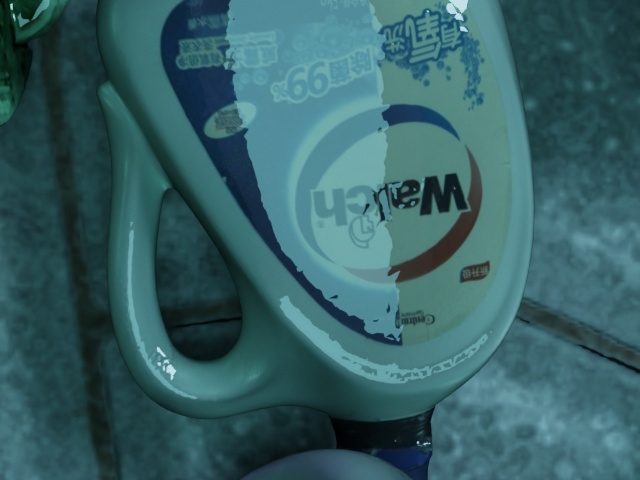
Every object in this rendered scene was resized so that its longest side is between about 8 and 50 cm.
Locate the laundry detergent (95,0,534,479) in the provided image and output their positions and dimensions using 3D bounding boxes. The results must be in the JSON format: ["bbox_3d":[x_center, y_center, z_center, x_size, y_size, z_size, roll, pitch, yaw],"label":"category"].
[{"bbox_3d":[0.000,0.000,0.696,0.215,0.105,0.280,-6,100,-5],"label":"laundry detergent"}]

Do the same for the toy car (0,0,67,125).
[{"bbox_3d":[-0.198,-0.203,0.640,0.125,0.136,0.306,1,99,9],"label":"toy car"}]

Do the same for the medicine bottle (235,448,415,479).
[{"bbox_3d":[0.052,0.280,0.655,0.325,0.256,0.256,40,92,-20],"label":"medicine bottle"}]
